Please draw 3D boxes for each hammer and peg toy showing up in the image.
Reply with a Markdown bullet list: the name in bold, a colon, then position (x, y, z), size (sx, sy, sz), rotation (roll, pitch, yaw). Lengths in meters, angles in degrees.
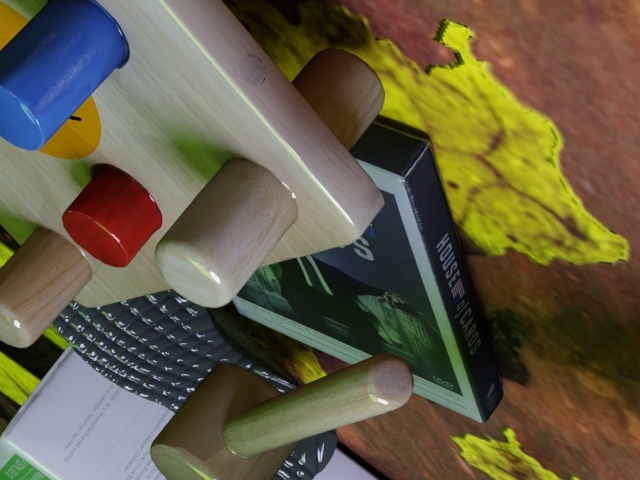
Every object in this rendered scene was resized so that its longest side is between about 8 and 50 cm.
- **hammer and peg toy**: position (-0.087, -0.042, 0.663), size (0.361, 0.127, 0.266), rotation (48, 149, -17)

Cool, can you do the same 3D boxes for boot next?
- **boot**: position (-0.099, 0.061, 0.984), size (0.246, 0.083, 0.161), rotation (45, 176, -15)

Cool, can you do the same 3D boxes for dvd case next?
- **dvd case**: position (0.000, 0.000, 0.808), size (0.179, 0.030, 0.239), rotation (23, 155, 29)

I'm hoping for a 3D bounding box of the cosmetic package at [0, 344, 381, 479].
- **cosmetic package**: position (-0.067, 0.215, 1.176), size (0.365, 0.155, 0.197), rotation (38, 157, -3)
